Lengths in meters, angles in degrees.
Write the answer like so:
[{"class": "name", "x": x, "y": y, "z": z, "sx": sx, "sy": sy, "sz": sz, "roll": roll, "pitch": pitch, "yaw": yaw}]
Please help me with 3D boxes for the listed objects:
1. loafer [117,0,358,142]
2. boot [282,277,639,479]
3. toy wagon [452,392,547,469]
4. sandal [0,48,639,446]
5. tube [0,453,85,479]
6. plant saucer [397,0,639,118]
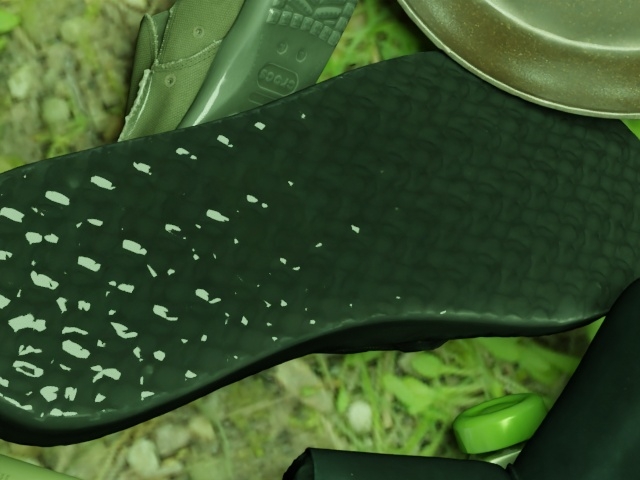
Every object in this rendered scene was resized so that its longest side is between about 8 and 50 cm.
[{"class": "loafer", "x": -0.063, "y": -0.082, "z": 0.813, "sx": 0.087, "sy": 0.094, "sz": 0.251, "roll": 34, "pitch": 95, "yaw": 38}, {"class": "boot", "x": 0.087, "y": 0.125, "z": 0.739, "sx": 0.207, "sy": 0.094, "sz": 0.246, "roll": 6, "pitch": 103, "yaw": -7}, {"class": "toy wagon", "x": 0.158, "y": 0.214, "z": 0.837, "sx": 0.344, "sy": 0.068, "sz": 0.267, "roll": -18, "pitch": 92, "yaw": -4}, {"class": "sandal", "x": -0.002, "y": -0.002, "z": 0.769, "sx": 0.445, "sy": 0.107, "sz": 0.168, "roll": -10, "pitch": 76, "yaw": -30}, {"class": "tube", "x": -0.228, "y": 0.140, "z": 0.809, "sx": 0.240, "sy": 0.062, "sz": 0.070, "roll": 15, "pitch": 48, "yaw": -2}, {"class": "plant saucer", "x": 0.168, "y": -0.218, "z": 0.751, "sx": 0.310, "sy": 0.050, "sz": 0.311, "roll": 3, "pitch": 114, "yaw": 7}]
